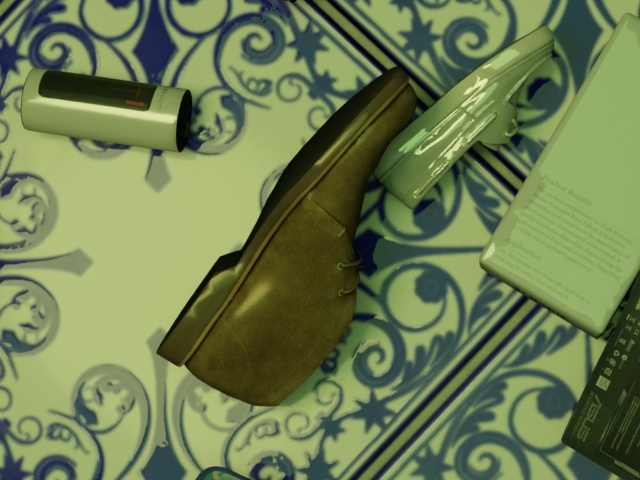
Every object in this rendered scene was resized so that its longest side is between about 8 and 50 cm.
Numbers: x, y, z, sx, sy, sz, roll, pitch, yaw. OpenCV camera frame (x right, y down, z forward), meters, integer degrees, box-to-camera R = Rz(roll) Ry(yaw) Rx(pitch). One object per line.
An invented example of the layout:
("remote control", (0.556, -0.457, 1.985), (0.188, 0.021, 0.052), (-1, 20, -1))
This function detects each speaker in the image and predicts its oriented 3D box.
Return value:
("speaker", (-0.176, -0.108, 1.577), (0.136, 0.055, 0.055), (9, 87, 9))

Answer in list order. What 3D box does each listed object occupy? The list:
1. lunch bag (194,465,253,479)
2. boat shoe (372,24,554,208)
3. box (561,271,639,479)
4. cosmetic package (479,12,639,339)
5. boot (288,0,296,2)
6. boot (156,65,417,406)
("lunch bag", (-0.052, 0.241, 1.485), (0.129, 0.151, 0.096), (25, 90, 10))
("boat shoe", (0.125, -0.098, 1.531), (0.184, 0.066, 0.063), (-40, 92, 3))
("box", (0.313, 0.097, 1.439), (0.183, 0.059, 0.233), (30, 105, 29))
("cosmetic package", (0.231, -0.050, 1.503), (0.117, 0.085, 0.231), (32, 89, 8))
("boot", (0.081, -0.258, 1.538), (0.178, 0.085, 0.236), (37, 91, 6))
("boot", (0.000, 0.000, 1.518), (0.115, 0.112, 0.305), (35, 106, -4))
